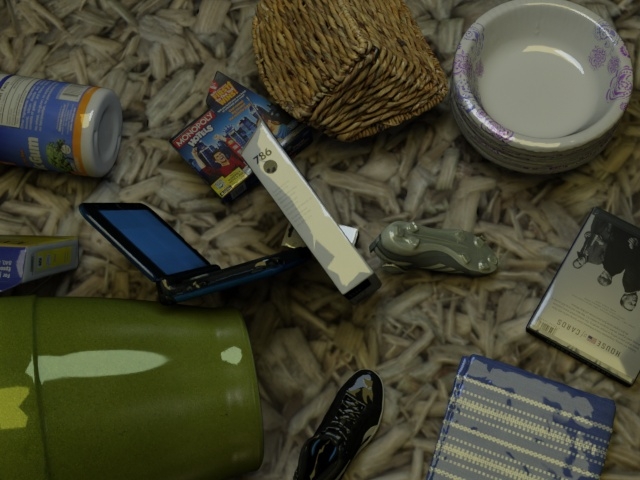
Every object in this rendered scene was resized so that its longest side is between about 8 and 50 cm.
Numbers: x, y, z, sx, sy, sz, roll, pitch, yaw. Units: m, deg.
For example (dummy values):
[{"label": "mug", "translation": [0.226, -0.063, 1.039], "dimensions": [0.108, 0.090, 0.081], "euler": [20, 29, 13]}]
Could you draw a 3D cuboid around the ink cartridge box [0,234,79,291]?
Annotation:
[{"label": "ink cartridge box", "translation": [-0.561, 0.026, 1.483], "dimensions": [0.303, 0.307, 0.072], "euler": [3, 91, 4]}]

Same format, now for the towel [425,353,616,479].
[{"label": "towel", "translation": [0.278, 0.353, 1.438], "dimensions": [0.243, 0.040, 0.336], "euler": [18, 72, 9]}]

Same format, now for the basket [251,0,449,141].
[{"label": "basket", "translation": [0.038, -0.305, 1.647], "dimensions": [0.213, 0.223, 0.299], "euler": [-45, 49, 28]}]

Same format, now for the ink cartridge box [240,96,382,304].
[{"label": "ink cartridge box", "translation": [-0.029, -0.056, 1.506], "dimensions": [0.065, 0.165, 0.333], "euler": [-35, 77, 2]}]

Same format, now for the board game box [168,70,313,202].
[{"label": "board game box", "translation": [-0.149, -0.185, 1.665], "dimensions": [0.194, 0.060, 0.194], "euler": [-40, 70, -11]}]

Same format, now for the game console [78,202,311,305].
[{"label": "game console", "translation": [-0.172, -0.009, 1.447], "dimensions": [0.250, 0.293, 0.173], "euler": [-17, 90, 9]}]

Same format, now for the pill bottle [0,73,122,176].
[{"label": "pill bottle", "translation": [-0.484, -0.197, 1.645], "dimensions": [0.272, 0.152, 0.152], "euler": [8, 69, 8]}]

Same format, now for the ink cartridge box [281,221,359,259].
[{"label": "ink cartridge box", "translation": [0.000, 0.000, 1.597], "dimensions": [0.115, 0.029, 0.063], "euler": [14, 71, 11]}]

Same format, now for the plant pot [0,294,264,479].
[{"label": "plant pot", "translation": [-0.268, 0.233, 1.377], "dimensions": [0.353, 0.366, 0.367], "euler": [-7, 67, -11]}]

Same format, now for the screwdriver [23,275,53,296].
[{"label": "screwdriver", "translation": [-0.499, 0.109, 1.593], "dimensions": [0.170, 0.024, 0.025], "euler": [-37, 41, -13]}]

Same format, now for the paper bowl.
[{"label": "paper bowl", "translation": [0.354, -0.242, 1.606], "dimensions": [0.284, 0.148, 0.284], "euler": [-2, 67, 4]}]

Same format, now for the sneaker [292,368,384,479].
[{"label": "sneaker", "translation": [0.034, 0.277, 1.433], "dimensions": [0.079, 0.121, 0.217], "euler": [25, 72, 12]}]

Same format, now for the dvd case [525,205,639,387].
[{"label": "dvd case", "translation": [0.454, 0.084, 1.532], "dimensions": [0.179, 0.029, 0.239], "euler": [29, 73, 14]}]

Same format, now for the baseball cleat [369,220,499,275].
[{"label": "baseball cleat", "translation": [0.176, 0.020, 1.557], "dimensions": [0.205, 0.109, 0.072], "euler": [18, 58, -20]}]
